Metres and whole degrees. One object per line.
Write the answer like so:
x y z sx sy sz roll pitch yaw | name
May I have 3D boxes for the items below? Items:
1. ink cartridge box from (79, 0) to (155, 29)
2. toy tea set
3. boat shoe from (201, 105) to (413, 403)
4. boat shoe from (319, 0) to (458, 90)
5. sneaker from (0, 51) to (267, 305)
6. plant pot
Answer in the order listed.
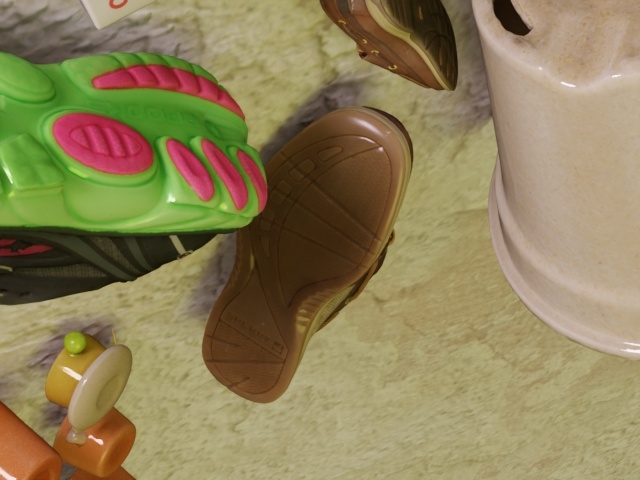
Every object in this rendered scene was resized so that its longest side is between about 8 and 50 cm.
-0.078 -0.232 0.931 0.203 0.086 0.148 -29 153 -4 | ink cartridge box
-0.268 0.206 1.498 0.200 0.124 0.336 -51 160 -29 | toy tea set
0.000 0.000 1.399 0.123 0.123 0.342 -46 165 -47 | boat shoe
0.057 -0.162 1.222 0.060 0.064 0.178 -7 160 25 | boat shoe
-0.243 -0.033 1.003 0.483 0.185 0.202 11 137 -46 | sneaker
0.259 -0.124 1.247 0.334 0.334 0.305 -30 141 0 | plant pot
